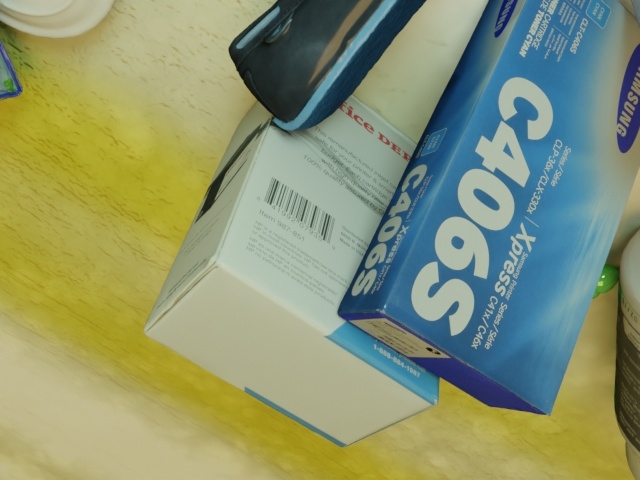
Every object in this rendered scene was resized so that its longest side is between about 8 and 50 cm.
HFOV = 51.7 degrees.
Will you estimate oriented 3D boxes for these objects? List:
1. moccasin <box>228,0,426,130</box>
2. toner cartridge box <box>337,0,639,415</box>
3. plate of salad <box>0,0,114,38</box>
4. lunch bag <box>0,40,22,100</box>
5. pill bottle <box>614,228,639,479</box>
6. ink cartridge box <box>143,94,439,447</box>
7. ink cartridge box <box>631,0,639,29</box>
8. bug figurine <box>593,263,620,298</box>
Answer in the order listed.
[{"bbox_3d":[0.044,-0.241,0.506,0.117,0.138,0.342,43,106,5],"label":"moccasin"},{"bbox_3d":[0.165,-0.054,0.544,0.165,0.348,0.075,32,162,-18],"label":"toner cartridge box"},{"bbox_3d":[-0.274,-0.286,0.611,0.200,0.048,0.200,9,132,10],"label":"plate of salad"},{"bbox_3d":[-0.403,-0.202,0.674,0.129,0.096,0.151,2,121,29],"label":"lunch bag"},{"bbox_3d":[0.448,0.156,0.758,0.204,0.204,0.361,-6,129,16],"label":"pill bottle"},{"bbox_3d":[0.000,0.000,0.639,0.223,0.307,0.129,34,131,-19],"label":"ink cartridge box"},{"bbox_3d":[0.315,-0.278,0.350,0.151,0.270,0.395,10,132,9],"label":"ink cartridge box"},{"bbox_3d":[0.225,0.049,0.796,0.279,0.072,0.216,38,127,-21],"label":"bug figurine"}]
